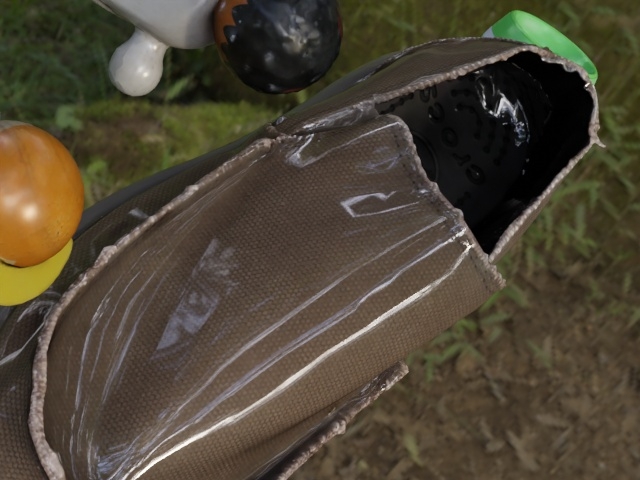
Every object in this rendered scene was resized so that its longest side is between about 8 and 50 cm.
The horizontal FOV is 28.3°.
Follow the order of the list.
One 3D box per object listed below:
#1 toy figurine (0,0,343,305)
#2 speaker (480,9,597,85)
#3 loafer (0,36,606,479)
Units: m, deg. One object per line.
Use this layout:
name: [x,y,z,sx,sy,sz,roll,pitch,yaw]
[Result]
toy figurine: [-0.077,-0.110,0.407,0.148,0.209,0.213,33,48,23]
speaker: [0.151,-0.086,1.307,0.131,0.296,0.131,28,27,-16]
loafer: [0.000,0.000,0.536,0.133,0.130,0.366,55,50,-13]
